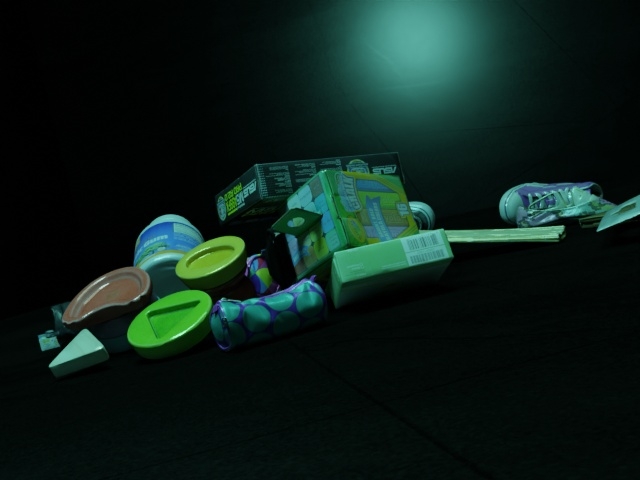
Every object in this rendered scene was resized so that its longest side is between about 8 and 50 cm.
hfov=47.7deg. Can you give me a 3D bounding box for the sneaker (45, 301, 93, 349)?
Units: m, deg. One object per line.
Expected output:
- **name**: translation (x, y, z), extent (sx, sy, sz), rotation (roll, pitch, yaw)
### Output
- **sneaker**: translation (-0.445, 0.146, 1.448), extent (0.153, 0.101, 0.268), rotation (-10, 5, 5)

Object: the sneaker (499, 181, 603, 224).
- **sneaker**: translation (0.607, -0.109, 1.874), extent (0.282, 0.102, 0.161), rotation (-14, 6, -27)

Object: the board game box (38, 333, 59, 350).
- **board game box**: translation (-0.523, 0.200, 1.557), extent (0.154, 0.026, 0.103), rotation (-14, 2, -22)

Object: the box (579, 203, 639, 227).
- **box**: translation (0.644, -0.061, 1.449), extent (0.201, 0.021, 0.164), rotation (-14, 3, -38)

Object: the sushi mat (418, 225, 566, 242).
- **sushi mat**: translation (0.315, -0.010, 1.423), extent (0.316, 0.019, 0.151), rotation (-1, 5, 21)

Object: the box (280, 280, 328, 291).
- **box**: translation (-0.031, 0.058, 1.621), extent (0.147, 0.078, 0.180), rotation (-10, 4, 41)

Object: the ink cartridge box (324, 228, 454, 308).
- **ink cartridge box**: translation (0.095, 0.064, 1.133), extent (0.171, 0.056, 0.235), rotation (-13, -22, -10)

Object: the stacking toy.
- **stacking toy**: translation (-0.252, 0.141, 1.153), extent (0.308, 0.130, 0.279), rotation (-15, 28, 12)

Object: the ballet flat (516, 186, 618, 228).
- **ballet flat**: translation (0.541, -0.074, 1.605), extent (0.221, 0.079, 0.077), rotation (-11, 2, 29)

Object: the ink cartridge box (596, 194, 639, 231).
- **ink cartridge box**: translation (0.655, -0.070, 1.158), extent (0.385, 0.091, 0.308), rotation (-24, -2, 26)

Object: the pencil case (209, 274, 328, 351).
- **pencil case**: translation (-0.069, 0.098, 0.976), extent (0.151, 0.070, 0.064), rotation (-13, 2, -23)

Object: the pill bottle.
- **pill bottle**: translation (-0.311, 0.045, 1.506), extent (0.152, 0.152, 0.272), rotation (-13, 25, -7)

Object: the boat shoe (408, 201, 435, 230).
- **boat shoe**: translation (0.132, 0.005, 1.839), extent (0.335, 0.121, 0.119), rotation (-24, 5, 27)

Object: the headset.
- **headset**: translation (0.000, 0.000, 1.361), extent (0.243, 0.185, 0.394), rotation (-8, 21, 13)

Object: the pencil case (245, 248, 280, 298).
- **pencil case**: translation (-0.183, 0.084, 1.542), extent (0.104, 0.104, 0.236), rotation (-15, 0, -41)

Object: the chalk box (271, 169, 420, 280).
- **chalk box**: translation (0.028, -0.020, 1.123), extent (0.213, 0.132, 0.132), rotation (-1, -25, -39)

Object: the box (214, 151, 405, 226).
- **box**: translation (-0.024, -0.087, 1.266), extent (0.270, 0.060, 0.216), rotation (-8, -6, -28)
